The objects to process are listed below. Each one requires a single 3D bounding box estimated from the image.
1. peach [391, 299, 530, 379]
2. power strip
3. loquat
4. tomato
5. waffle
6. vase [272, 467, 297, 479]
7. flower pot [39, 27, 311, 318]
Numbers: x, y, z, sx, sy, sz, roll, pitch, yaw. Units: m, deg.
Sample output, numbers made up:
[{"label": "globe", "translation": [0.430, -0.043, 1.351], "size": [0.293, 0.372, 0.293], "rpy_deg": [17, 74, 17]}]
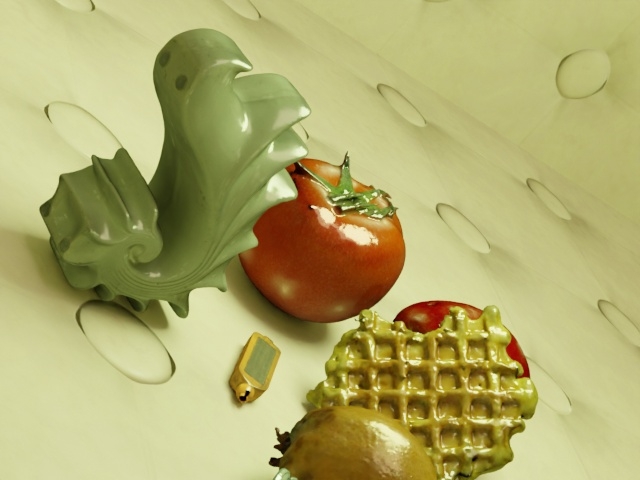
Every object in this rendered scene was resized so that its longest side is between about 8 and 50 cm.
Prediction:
[{"label": "peach", "translation": [0.201, 0.193, 2.367], "size": [0.243, 0.199, 0.243], "rpy_deg": [53, -10, 14]}, {"label": "power strip", "translation": [-0.090, 0.175, 2.152], "size": [0.049, 0.028, 0.178], "rpy_deg": [39, 20, -7]}, {"label": "loquat", "translation": [0.041, 0.293, 1.949], "size": [0.234, 0.176, 0.187], "rpy_deg": [33, 8, 2]}, {"label": "tomato", "translation": [0.000, 0.000, 2.392], "size": [0.255, 0.224, 0.256], "rpy_deg": [32, 25, -17]}, {"label": "waffle", "translation": [0.143, 0.210, 2.214], "size": [0.058, 0.300, 0.282], "rpy_deg": [102, -37, -66]}, {"label": "vase", "translation": [0.072, 0.364, 1.735], "size": [0.298, 0.143, 0.143], "rpy_deg": [19, 17, 10]}, {"label": "flower pot", "translation": [-0.168, -0.078, 2.033], "size": [0.254, 0.367, 0.164], "rpy_deg": [23, 23, -44]}]
